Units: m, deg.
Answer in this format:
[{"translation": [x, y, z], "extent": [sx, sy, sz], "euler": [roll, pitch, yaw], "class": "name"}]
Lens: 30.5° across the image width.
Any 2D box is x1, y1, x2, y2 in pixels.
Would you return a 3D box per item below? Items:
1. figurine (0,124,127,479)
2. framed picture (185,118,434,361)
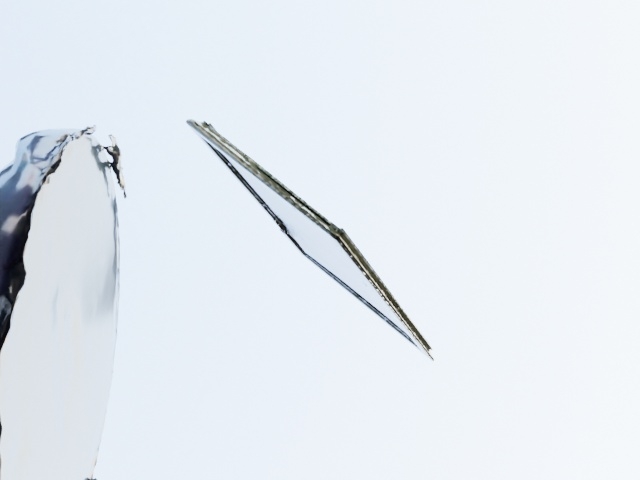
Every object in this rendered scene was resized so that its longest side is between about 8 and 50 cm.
[{"translation": [-0.291, 0.051, 0.454], "extent": [0.248, 0.387, 0.277], "euler": [-80, -4, -66], "class": "figurine"}, {"translation": [0.000, 0.000, 1.199], "extent": [0.019, 0.232, 0.296], "euler": [-48, -34, -6], "class": "framed picture"}]
